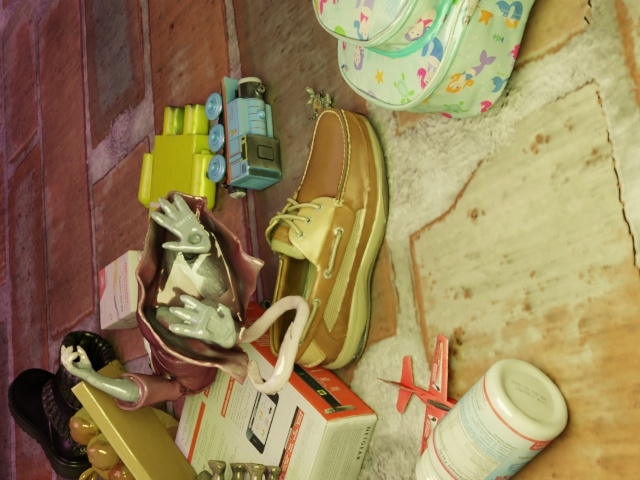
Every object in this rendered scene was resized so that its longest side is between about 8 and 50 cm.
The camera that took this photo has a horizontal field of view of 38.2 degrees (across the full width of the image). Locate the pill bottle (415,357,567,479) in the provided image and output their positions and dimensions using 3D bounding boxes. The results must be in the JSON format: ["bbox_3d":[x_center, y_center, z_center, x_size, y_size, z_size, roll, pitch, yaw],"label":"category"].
[{"bbox_3d":[0.160,0.193,0.902,0.160,0.087,0.087,-57,44,38],"label":"pill bottle"}]

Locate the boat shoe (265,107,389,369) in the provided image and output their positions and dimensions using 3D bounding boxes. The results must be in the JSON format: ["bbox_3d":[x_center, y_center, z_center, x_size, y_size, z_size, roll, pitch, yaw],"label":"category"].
[{"bbox_3d":[0.000,0.000,1.129,0.122,0.119,0.324,6,93,57],"label":"boat shoe"}]

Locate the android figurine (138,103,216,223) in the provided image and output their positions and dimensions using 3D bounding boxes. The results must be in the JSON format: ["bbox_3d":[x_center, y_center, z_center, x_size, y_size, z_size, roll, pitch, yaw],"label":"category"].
[{"bbox_3d":[-0.239,-0.092,1.560,0.248,0.056,0.273,11,95,56],"label":"android figurine"}]

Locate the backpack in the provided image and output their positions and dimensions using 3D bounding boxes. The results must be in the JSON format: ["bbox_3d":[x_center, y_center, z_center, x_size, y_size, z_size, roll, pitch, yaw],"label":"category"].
[{"bbox_3d":[0.107,-0.255,0.941,0.225,0.191,0.254,38,124,50],"label":"backpack"}]

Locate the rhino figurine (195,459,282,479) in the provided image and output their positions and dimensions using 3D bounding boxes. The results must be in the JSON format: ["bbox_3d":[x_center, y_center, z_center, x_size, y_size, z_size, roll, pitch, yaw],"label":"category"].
[{"bbox_3d":[-0.120,0.330,1.155,0.243,0.073,0.106,-20,60,59],"label":"rhino figurine"}]

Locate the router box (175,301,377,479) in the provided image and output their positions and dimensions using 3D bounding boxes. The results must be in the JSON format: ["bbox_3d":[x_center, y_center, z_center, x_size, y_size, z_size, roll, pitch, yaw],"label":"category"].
[{"bbox_3d":[-0.085,0.297,1.251,0.301,0.082,0.336,38,119,46],"label":"router box"}]

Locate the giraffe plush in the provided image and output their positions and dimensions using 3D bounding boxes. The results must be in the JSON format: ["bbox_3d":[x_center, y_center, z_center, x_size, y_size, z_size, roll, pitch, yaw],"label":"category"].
[{"bbox_3d":[-0.348,0.358,1.604,0.210,0.181,0.171,-122,39,-53],"label":"giraffe plush"}]

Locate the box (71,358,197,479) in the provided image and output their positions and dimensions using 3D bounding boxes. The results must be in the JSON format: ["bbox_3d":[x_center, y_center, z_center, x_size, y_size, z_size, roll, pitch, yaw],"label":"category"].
[{"bbox_3d":[-0.240,0.255,1.217,0.201,0.021,0.164,56,-176,0],"label":"box"}]

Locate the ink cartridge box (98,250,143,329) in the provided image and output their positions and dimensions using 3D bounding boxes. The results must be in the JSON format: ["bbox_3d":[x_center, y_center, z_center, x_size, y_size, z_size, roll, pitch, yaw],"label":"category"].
[{"bbox_3d":[-0.338,0.087,1.681,0.198,0.067,0.115,-27,65,52],"label":"ink cartridge box"}]

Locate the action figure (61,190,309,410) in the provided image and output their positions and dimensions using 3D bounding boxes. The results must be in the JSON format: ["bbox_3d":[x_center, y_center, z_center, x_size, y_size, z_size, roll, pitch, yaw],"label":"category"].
[{"bbox_3d":[-0.154,0.104,1.166,0.370,0.275,0.248,108,-175,-57],"label":"action figure"}]

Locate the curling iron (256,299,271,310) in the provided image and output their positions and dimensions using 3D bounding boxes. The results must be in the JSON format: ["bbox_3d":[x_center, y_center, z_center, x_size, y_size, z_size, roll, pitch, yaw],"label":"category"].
[{"bbox_3d":[-0.150,0.149,1.427,0.274,0.035,0.068,-38,78,43],"label":"curling iron"}]

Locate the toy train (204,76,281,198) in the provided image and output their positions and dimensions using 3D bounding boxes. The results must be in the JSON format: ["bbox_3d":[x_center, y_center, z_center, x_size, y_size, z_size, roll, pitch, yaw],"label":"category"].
[{"bbox_3d":[-0.113,-0.156,1.356,0.105,0.080,0.184,-19,69,45],"label":"toy train"}]

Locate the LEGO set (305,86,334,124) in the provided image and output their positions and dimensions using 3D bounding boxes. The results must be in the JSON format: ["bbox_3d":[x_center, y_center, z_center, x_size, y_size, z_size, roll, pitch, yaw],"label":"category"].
[{"bbox_3d":[0.006,-0.169,1.229,0.054,0.023,0.083,-19,85,57],"label":"LEGO set"}]

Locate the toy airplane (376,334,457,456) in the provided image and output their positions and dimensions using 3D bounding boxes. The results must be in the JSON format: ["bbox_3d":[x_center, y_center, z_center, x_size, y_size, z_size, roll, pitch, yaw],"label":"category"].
[{"bbox_3d":[0.116,0.174,1.024,0.151,0.028,0.151,-11,77,56],"label":"toy airplane"}]

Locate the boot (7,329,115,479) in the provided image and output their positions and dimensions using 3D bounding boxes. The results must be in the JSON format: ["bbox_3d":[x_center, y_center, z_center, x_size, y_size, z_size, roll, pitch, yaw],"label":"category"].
[{"bbox_3d":[-0.525,0.288,1.886,0.348,0.131,0.260,33,122,41],"label":"boot"}]
